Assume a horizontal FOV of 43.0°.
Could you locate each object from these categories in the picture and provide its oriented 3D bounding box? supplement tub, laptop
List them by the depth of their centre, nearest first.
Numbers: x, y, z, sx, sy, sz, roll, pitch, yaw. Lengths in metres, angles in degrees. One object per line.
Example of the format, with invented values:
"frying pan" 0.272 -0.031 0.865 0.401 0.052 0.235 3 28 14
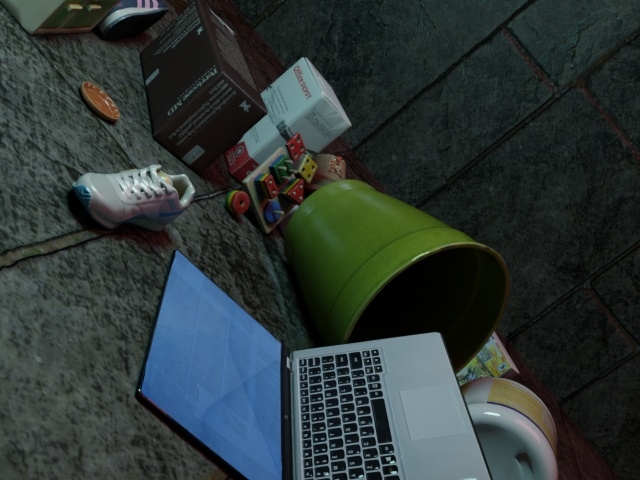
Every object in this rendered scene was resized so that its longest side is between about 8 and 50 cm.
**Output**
"laptop" -0.003 0.168 1.137 0.382 0.408 0.236 -96 178 -64
"supplement tub" 0.325 0.394 1.540 0.241 0.241 0.331 53 15 8

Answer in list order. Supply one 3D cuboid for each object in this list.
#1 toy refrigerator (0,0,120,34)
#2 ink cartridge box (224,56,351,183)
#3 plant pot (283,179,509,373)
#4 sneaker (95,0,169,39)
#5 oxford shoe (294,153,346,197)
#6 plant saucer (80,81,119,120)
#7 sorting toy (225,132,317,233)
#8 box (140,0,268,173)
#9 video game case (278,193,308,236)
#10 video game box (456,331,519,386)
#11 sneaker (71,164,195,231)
"toy refrigerator" -0.464 -0.439 1.480 0.094 0.102 0.269 49 14 -7
"ink cartridge box" -0.085 -0.255 1.831 0.114 0.273 0.197 40 18 -36
"plant pot" 0.110 0.064 1.574 0.366 0.366 0.353 36 9 -45
"sneaker" -0.429 -0.522 1.775 0.131 0.112 0.319 52 13 -8
"oxford shoe" 0.009 -0.160 2.003 0.123 0.130 0.348 37 1 -21
"plant saucer" -0.383 -0.239 1.405 0.083 0.013 0.083 46 16 -17
"sorting toy" -0.080 -0.108 1.682 0.274 0.046 0.132 -48 132 -36
"box" -0.252 -0.328 1.679 0.143 0.191 0.381 39 17 -38
"video game case" 0.000 0.000 1.886 0.269 0.061 0.244 36 21 -46
"video game box" 0.364 0.299 2.004 0.048 0.187 0.205 35 21 -38
"sneaker" -0.270 -0.071 1.178 0.087 0.092 0.229 56 16 12
